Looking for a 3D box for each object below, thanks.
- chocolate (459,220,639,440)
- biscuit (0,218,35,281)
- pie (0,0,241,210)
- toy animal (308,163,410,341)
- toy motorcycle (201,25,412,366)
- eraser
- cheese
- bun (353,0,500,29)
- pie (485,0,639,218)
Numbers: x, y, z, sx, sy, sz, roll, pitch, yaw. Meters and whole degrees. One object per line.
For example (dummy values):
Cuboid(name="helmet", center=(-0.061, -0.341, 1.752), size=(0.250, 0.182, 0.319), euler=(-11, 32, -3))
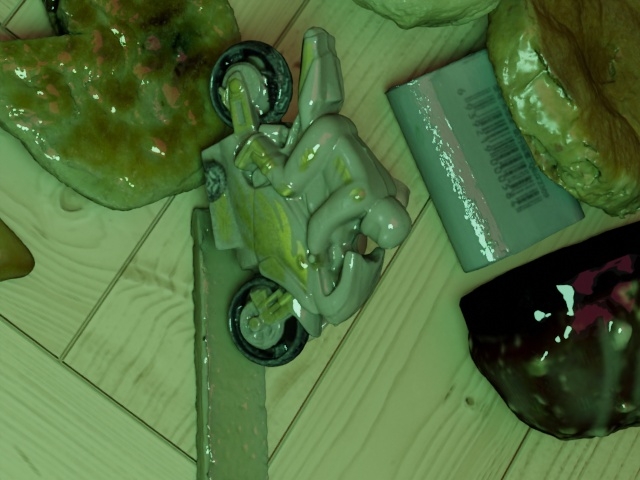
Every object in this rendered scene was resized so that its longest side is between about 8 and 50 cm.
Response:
Cuboid(name="chocolate", center=(0.335, 0.108, 2.035), size=(0.340, 0.225, 0.210), euler=(-21, 98, -25))
Cuboid(name="biscuit", center=(-0.383, -0.050, 1.800), size=(0.164, 0.047, 0.207), euler=(-14, 86, -26))
Cuboid(name="pie", center=(-0.208, -0.193, 1.889), size=(0.338, 0.075, 0.337), euler=(7, 75, -30))
Cuboid(name="toy animal", center=(-0.002, -0.001, 1.947), size=(0.124, 0.124, 0.212), euler=(34, 74, -17))
Cuboid(name="toy motorcycle", center=(-0.014, -0.044, 1.846), size=(0.108, 0.223, 0.340), euler=(-8, 91, -61))
Cuboid(name="eraser", center=(0.189, -0.097, 2.074), size=(0.174, 0.081, 0.227), euler=(-24, 92, -27))
Cuboid(name="cheese", center=(-0.094, 0.161, 1.910), size=(0.085, 0.034, 0.400), euler=(4, 79, -25))
Cuboid(name="bun", center=(0.116, -0.306, 2.028), size=(0.220, 0.220, 0.134), euler=(-25, 136, -28))
Cuboid(name="pie", center=(0.315, -0.196, 2.113), size=(0.339, 0.083, 0.339), euler=(20, 60, -38))
